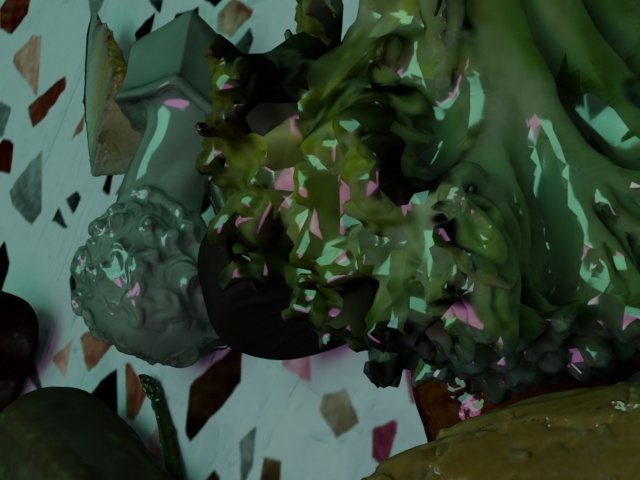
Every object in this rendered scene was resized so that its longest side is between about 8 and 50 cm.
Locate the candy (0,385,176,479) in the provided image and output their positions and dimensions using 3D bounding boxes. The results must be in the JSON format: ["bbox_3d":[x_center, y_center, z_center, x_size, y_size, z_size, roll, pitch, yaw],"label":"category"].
[{"bbox_3d":[-0.171,0.200,1.362,0.234,0.102,0.104,35,115,50],"label":"candy"}]

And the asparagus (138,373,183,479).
[{"bbox_3d":[-0.123,0.144,1.410,0.114,0.015,0.014,-110,19,-43],"label":"asparagus"}]

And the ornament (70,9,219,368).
[{"bbox_3d":[-0.116,-0.046,1.398,0.120,0.130,0.285,-15,62,41],"label":"ornament"}]

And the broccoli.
[{"bbox_3d":[0.102,-0.055,0.999,0.272,0.334,0.324,66,161,5],"label":"broccoli"}]

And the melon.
[{"bbox_3d":[-0.182,-0.130,1.565,0.182,0.054,0.098,-120,26,-64],"label":"melon"}]

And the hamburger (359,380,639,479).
[{"bbox_3d":[0.142,0.196,0.856,0.144,0.283,0.259,93,157,-71],"label":"hamburger"}]

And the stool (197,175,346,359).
[{"bbox_3d":[0.000,0.000,1.245,0.217,0.125,0.121,-32,48,26],"label":"stool"}]

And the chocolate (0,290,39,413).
[{"bbox_3d":[-0.300,0.104,1.597,0.148,0.080,0.125,-66,25,16],"label":"chocolate"}]

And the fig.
[{"bbox_3d":[0.115,0.084,1.072,0.150,0.128,0.128,-49,32,-21],"label":"fig"}]
